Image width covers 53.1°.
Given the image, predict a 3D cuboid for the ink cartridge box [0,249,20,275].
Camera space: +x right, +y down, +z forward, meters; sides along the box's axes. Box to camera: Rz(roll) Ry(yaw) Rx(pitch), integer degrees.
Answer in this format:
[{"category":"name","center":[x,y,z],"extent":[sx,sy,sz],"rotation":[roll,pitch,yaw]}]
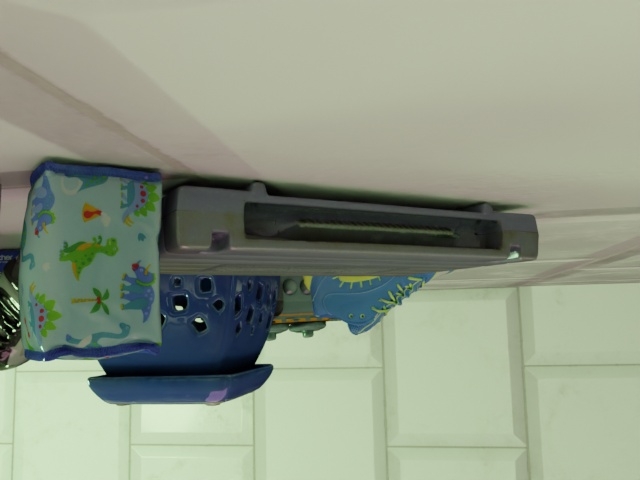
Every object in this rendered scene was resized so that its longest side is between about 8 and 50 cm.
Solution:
[{"category":"ink cartridge box","center":[-0.453,0.047,0.953],"extent":[0.097,0.046,0.207],"rotation":[-1,173,-14]}]

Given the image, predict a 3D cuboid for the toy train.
[{"category":"toy train","center":[-0.075,0.109,1.206],"extent":[0.334,0.142,0.190],"rotation":[3,162,-34]}]

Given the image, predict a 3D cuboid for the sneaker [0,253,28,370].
[{"category":"sneaker","center":[-0.378,0.104,0.808],"extent":[0.108,0.100,0.271],"rotation":[-39,175,-36]}]

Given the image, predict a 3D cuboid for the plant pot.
[{"category":"plant pot","center":[-0.192,0.119,0.915],"extent":[0.236,0.212,0.236],"rotation":[-3,174,11]}]

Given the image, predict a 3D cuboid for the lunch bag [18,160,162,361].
[{"category":"lunch bag","center":[-0.174,0.022,0.468],"extent":[0.096,0.128,0.151],"rotation":[4,170,-35]}]

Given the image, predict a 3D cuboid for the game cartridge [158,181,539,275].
[{"category":"game cartridge","center":[0.000,0.000,0.623],"extent":[0.355,0.068,0.230],"rotation":[3,176,-30]}]

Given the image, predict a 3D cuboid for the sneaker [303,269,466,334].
[{"category":"sneaker","center":[0.092,0.066,0.881],"extent":[0.240,0.126,0.091],"rotation":[-3,173,20]}]
